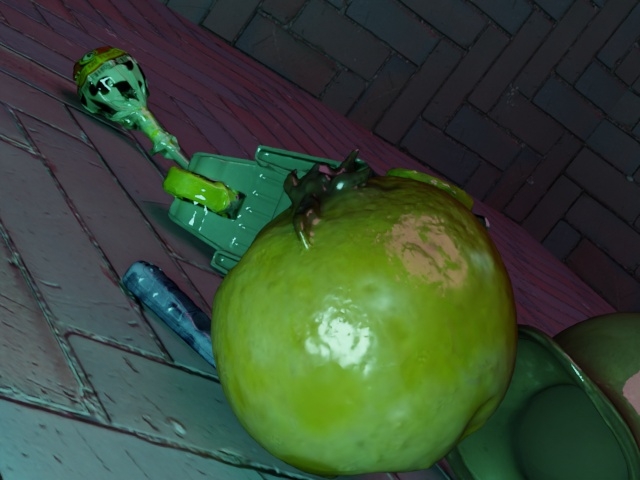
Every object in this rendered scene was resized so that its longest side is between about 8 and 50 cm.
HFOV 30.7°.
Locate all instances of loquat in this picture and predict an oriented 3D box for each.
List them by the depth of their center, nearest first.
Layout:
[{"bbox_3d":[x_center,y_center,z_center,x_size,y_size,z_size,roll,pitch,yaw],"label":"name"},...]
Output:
[{"bbox_3d":[0.031,0.055,0.877,0.244,0.244,0.244,35,11,-8],"label":"loquat"}]

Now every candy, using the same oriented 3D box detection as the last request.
[{"bbox_3d":[-0.180,-0.112,1.398,0.305,0.083,0.091,46,-5,4],"label":"candy"}]

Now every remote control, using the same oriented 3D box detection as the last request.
[{"bbox_3d":[-0.103,0.071,0.960,0.152,0.027,0.043,42,8,13],"label":"remote control"}]

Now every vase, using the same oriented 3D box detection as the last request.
[{"bbox_3d":[0.291,0.230,1.121,0.302,0.241,0.329,1,62,-52],"label":"vase"}]

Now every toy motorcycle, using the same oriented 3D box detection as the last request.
[{"bbox_3d":[0.000,0.000,1.236,0.326,0.191,0.200,22,-2,19],"label":"toy motorcycle"}]
